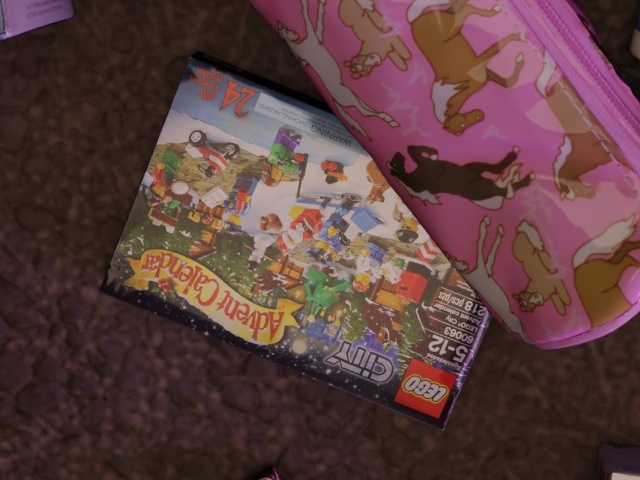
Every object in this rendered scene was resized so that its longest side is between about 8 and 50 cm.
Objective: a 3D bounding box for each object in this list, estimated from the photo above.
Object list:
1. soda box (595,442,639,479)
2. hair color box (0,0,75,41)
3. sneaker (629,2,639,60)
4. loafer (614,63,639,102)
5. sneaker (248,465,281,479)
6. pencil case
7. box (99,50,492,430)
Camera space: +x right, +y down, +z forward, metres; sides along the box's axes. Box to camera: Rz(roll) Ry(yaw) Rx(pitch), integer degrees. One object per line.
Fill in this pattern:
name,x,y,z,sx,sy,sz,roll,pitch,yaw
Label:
soda box,0.279,0.181,1.211,0.216,0.069,0.074,7,100,3
hair color box,-0.231,-0.285,1.102,0.105,0.174,0.347,-6,99,6
sneaker,0.267,-0.136,1.159,0.152,0.058,0.084,13,109,7
loafer,0.246,-0.067,1.178,0.170,0.062,0.061,29,85,-8
sneaker,-0.045,0.171,1.244,0.119,0.047,0.057,5,94,-5
pencil case,0.064,-0.127,1.068,0.167,0.160,0.386,-36,99,16
box,0.000,0.000,1.206,0.233,0.044,0.159,22,100,-1
